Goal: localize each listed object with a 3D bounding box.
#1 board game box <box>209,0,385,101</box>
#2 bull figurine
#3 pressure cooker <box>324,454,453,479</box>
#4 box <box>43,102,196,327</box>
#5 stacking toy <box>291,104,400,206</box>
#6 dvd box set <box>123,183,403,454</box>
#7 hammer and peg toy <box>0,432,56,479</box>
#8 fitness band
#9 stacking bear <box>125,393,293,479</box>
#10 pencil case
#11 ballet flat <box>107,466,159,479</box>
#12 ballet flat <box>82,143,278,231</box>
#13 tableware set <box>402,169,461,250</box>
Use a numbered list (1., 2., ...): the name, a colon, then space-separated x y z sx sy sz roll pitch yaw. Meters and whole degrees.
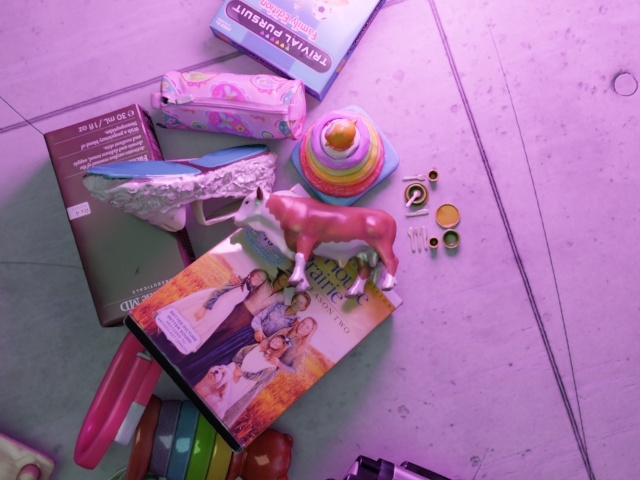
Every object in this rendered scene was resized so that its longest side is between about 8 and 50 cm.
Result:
1. board game box: -0.015 -0.479 1.817 0.253 0.079 0.336 32 88 5
2. bull figurine: 0.000 0.000 1.683 0.310 0.101 0.189 4 70 -18
3. pressure cooker: 0.116 0.566 1.586 0.420 0.375 0.370 23 90 4
4. box: -0.365 -0.043 1.775 0.191 0.143 0.382 -19 87 0
5. stacking toy: 0.036 -0.170 1.680 0.175 0.302 0.166 -38 85 1
6. dvd box set: -0.092 0.128 1.690 0.420 0.062 0.308 -38 85 -28
7. hammer and peg toy: -0.701 0.433 1.726 0.361 0.127 0.266 30 87 -9
8. fitness band: -0.362 0.276 1.711 0.054 0.209 0.291 30 77 -21
9. stacking bear: -0.195 0.381 1.724 0.288 0.164 0.175 12 45 -7
10. pencil case: -0.169 -0.255 1.775 0.284 0.124 0.124 7 86 11
11. ballet flat: -0.396 0.491 1.780 0.213 0.072 0.068 -41 57 -1
12. ballet flat: -0.228 -0.084 1.677 0.147 0.408 0.147 13 109 42
13. tableware set: 0.214 -0.057 1.802 0.104 0.024 0.154 -7 85 2
